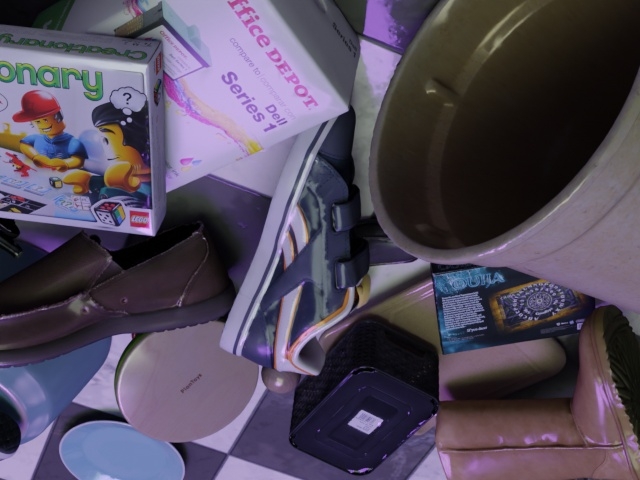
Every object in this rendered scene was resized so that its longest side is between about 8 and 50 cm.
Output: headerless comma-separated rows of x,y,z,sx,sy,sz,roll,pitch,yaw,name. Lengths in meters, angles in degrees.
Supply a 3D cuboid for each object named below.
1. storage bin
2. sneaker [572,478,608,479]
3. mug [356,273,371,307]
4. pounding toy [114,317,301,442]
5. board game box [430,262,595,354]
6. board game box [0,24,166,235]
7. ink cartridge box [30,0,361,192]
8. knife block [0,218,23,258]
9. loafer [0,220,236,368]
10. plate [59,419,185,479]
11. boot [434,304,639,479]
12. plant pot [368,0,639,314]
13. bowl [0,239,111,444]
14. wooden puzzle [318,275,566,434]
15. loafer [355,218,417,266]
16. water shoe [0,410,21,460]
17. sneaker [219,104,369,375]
0.054,0.198,1.449,0.122,0.084,0.180,28,128,-17,storage bin
0.369,0.301,1.533,0.341,0.125,0.139,-6,136,18,sneaker
0.026,0.059,1.397,0.064,0.078,0.062,8,123,-10,mug
-0.157,0.144,1.505,0.237,0.110,0.182,-20,121,-12,pounding toy
0.227,0.066,1.368,0.186,0.026,0.126,-9,125,2,board game box
-0.304,-0.112,1.126,0.306,0.053,0.192,6,125,4,board game box
-0.129,-0.180,1.162,0.278,0.117,0.201,-22,126,26,ink cartridge box
-0.387,-0.106,1.272,0.242,0.088,0.275,-7,125,-21,knife block
-0.283,0.048,1.355,0.366,0.134,0.130,-12,109,-21,loafer
-0.290,0.317,1.724,0.188,0.024,0.188,5,133,5,plate
0.256,0.202,1.410,0.270,0.089,0.236,-9,103,35,boot
0.267,-0.076,1.090,0.306,0.333,0.334,28,132,-32,plant pot
-0.438,0.154,1.500,0.312,0.163,0.311,4,134,4,bowl
0.152,0.134,1.470,0.239,0.044,0.221,-32,121,27,wooden puzzle
0.034,0.014,1.357,0.170,0.061,0.062,1,133,8,loafer
-0.458,0.212,1.395,0.203,0.073,0.080,39,129,-25,water shoe
0.000,0.000,1.263,0.128,0.126,0.321,23,114,6,sneaker
